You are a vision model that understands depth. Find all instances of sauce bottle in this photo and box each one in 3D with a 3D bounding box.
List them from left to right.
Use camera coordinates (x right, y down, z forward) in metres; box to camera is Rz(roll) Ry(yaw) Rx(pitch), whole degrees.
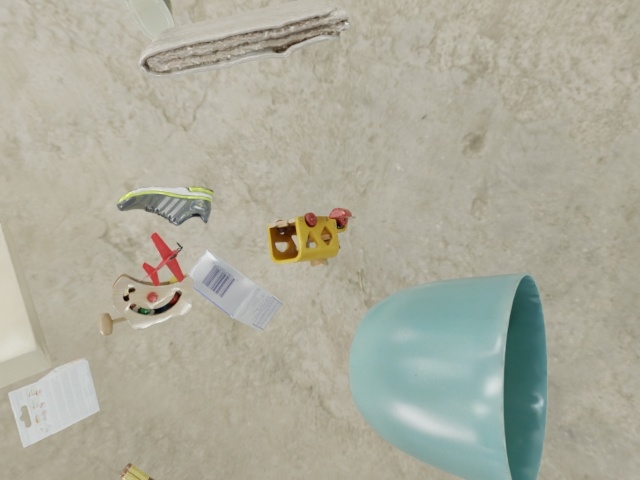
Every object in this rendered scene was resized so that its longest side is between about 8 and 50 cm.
[{"bbox_3d":[-0.463,0.635,1.203,0.128,0.042,0.042,40,93,-4],"label":"sauce bottle"}]

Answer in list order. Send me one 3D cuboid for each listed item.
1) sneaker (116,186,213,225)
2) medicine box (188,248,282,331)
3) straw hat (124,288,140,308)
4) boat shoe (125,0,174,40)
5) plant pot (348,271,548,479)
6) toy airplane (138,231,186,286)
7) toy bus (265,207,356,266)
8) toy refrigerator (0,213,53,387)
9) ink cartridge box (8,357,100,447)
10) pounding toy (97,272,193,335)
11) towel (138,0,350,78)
[{"bbox_3d":[-0.494,-0.107,1.481,0.300,0.111,0.121,-4,84,-15],"label":"sneaker"},{"bbox_3d":[-0.325,0.196,1.756,0.264,0.289,0.149,31,79,24],"label":"medicine box"},{"bbox_3d":[-0.745,0.242,1.796,0.144,0.144,0.061,53,51,-1],"label":"straw hat"},{"bbox_3d":[-0.421,-0.614,1.038,0.109,0.305,0.091,-15,47,1],"label":"boat shoe"},{"bbox_3d":[0.186,0.192,0.684,0.235,0.293,0.292,-3,93,35],"label":"plant pot"},{"bbox_3d":[-0.399,0.055,1.164,0.028,0.151,0.151,-7,93,37],"label":"toy airplane"},{"bbox_3d":[-0.012,0.001,0.950,0.202,0.191,0.104,-7,86,-3],"label":"toy bus"},{"bbox_3d":[-0.506,0.085,0.699,0.102,0.094,0.269,-22,65,-26],"label":"toy refrigerator"},{"bbox_3d":[-0.648,0.391,1.123,0.045,0.179,0.145,3,105,43],"label":"ink cartridge box"},{"bbox_3d":[-0.500,0.153,1.299,0.270,0.155,0.154,-18,103,-21],"label":"pounding toy"},{"bbox_3d":[-0.107,-0.296,0.664,0.282,0.187,0.049,-13,123,-2],"label":"towel"}]
